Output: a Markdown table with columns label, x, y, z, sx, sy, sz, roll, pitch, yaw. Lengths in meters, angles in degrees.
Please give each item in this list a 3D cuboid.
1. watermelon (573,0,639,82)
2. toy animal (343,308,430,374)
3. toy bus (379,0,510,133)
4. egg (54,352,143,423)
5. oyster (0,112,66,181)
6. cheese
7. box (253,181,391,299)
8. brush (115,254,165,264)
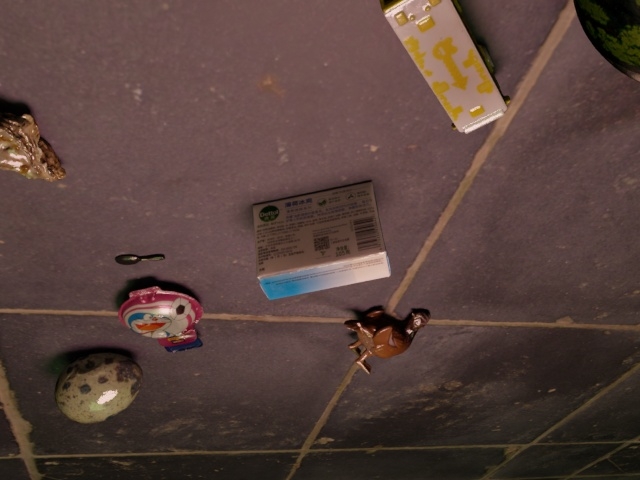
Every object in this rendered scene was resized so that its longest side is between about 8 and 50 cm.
| label | x | y | z | sx | sy | sz | roll | pitch | yaw |
| --- | --- | --- | --- | --- | --- | --- | --- | --- | --- |
| watermelon | 0.376 | -0.267 | 0.576 | 0.269 | 0.268 | 0.269 | -5 | 143 | -4 |
| toy animal | 0.133 | 0.185 | 1.272 | 0.179 | 0.089 | 0.188 | -40 | 135 | 12 |
| toy bus | 0.150 | -0.228 | 0.726 | 0.081 | 0.074 | 0.226 | -25 | 139 | 21 |
| egg | -0.455 | 0.301 | 1.267 | 0.182 | 0.141 | 0.141 | -19 | 142 | 2 |
| oyster | -0.400 | -0.125 | 0.784 | 0.105 | 0.056 | 0.177 | -19 | 142 | 34 |
| cheese | -0.292 | 0.157 | 1.169 | 0.155 | 0.062 | 0.244 | -11 | 144 | 1 |
| box | -0.001 | 0.000 | 0.946 | 0.194 | 0.139 | 0.073 | -11 | 144 | 6 |
| brush | -0.306 | 0.032 | 1.044 | 0.083 | 0.008 | 0.024 | -4 | 140 | -4 |
